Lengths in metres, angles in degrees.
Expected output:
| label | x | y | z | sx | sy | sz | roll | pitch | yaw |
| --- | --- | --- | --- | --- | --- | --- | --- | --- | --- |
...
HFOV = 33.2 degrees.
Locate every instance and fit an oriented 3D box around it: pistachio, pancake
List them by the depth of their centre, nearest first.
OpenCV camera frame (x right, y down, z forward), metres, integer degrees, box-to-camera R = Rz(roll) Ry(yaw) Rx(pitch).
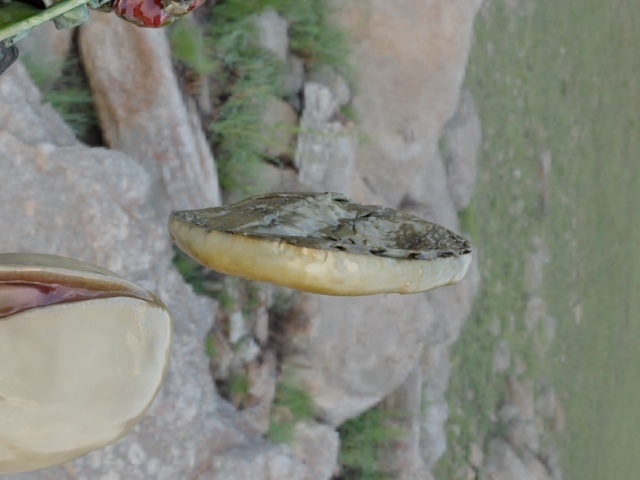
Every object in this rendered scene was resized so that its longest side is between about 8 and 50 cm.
| label | x | y | z | sx | sy | sz | roll | pitch | yaw |
| --- | --- | --- | --- | --- | --- | --- | --- | --- | --- |
| pistachio | -0.290 | 0.108 | 1.028 | 0.309 | 0.230 | 0.229 | 7 | 83 | -39 |
| pancake | 0.000 | 0.000 | 1.304 | 0.387 | 0.387 | 0.082 | -19 | 119 | -64 |

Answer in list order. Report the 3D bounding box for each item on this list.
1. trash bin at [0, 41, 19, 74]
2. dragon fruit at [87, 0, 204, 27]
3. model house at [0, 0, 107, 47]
| label | x | y | z | sx | sy | sz | roll | pitch | yaw |
| --- | --- | --- | --- | --- | --- | --- | --- | --- | --- |
| trash bin | -0.580 | -0.288 | 1.661 | 0.165 | 0.225 | 0.115 | -46 | 120 | -6 |
| dragon fruit | -0.169 | -0.359 | 1.084 | 0.314 | 0.263 | 0.296 | -4 | 120 | -51 |
| model house | -0.232 | -0.344 | 0.859 | 0.340 | 0.300 | 0.323 | -90 | 159 | -70 |
